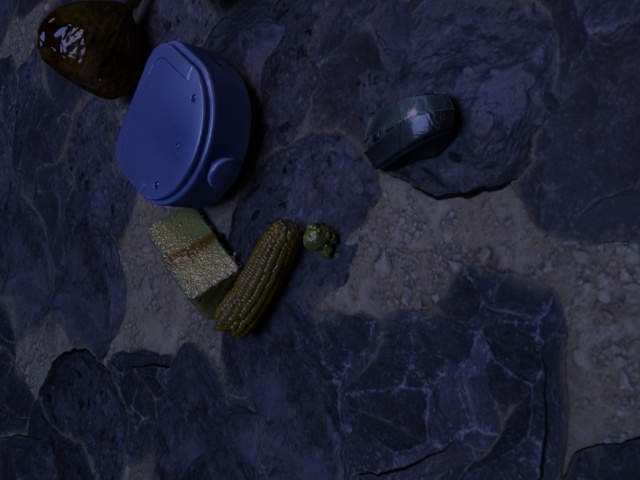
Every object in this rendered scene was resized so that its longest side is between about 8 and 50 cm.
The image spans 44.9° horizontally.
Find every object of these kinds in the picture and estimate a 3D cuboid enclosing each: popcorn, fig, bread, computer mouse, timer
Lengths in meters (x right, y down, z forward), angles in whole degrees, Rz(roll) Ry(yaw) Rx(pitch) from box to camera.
[{"bbox_3d":[-0.003,0.001,1.616,0.083,0.068,0.059,67,167,-23],"label":"popcorn"},{"bbox_3d":[-0.578,-0.577,2.127,0.286,0.286,0.369,20,71,43],"label":"fig"},{"bbox_3d":[-0.315,0.054,1.886,0.266,0.141,0.178,51,136,36],"label":"bread"},{"bbox_3d":[0.156,-0.211,1.465,0.231,0.071,0.126,-16,76,43],"label":"computer mouse"},{"bbox_3d":[-0.306,-0.249,1.848,0.394,0.173,0.395,-6,81,43],"label":"timer"}]

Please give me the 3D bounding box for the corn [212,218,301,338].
[{"bbox_3d":[-0.133,0.089,1.707,0.102,0.101,0.313,50,119,34],"label":"corn"}]
